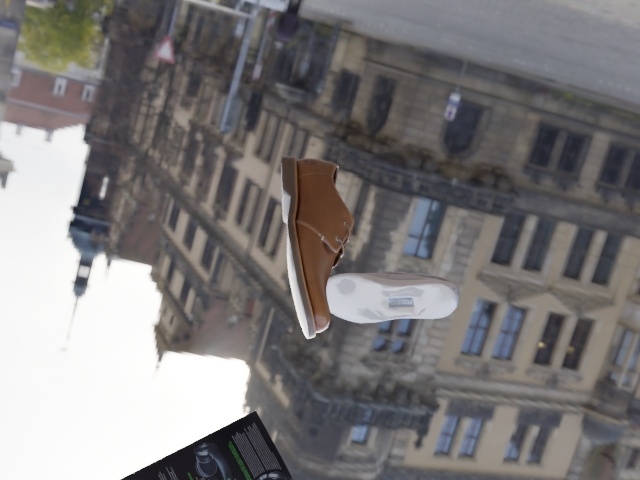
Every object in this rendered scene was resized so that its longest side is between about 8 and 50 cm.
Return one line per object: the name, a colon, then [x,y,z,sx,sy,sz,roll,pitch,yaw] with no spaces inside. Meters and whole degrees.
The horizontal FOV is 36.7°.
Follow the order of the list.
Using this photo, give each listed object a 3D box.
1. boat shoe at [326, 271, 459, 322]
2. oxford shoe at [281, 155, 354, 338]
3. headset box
boat shoe: [0.092,0.068,1.273,0.184,0.066,0.063,-5,-171,16]
oxford shoe: [0.000,0.000,0.992,0.076,0.212,0.076,-1,150,-5]
headset box: [-0.223,0.397,1.424,0.283,0.246,0.131,-21,-105,-39]
